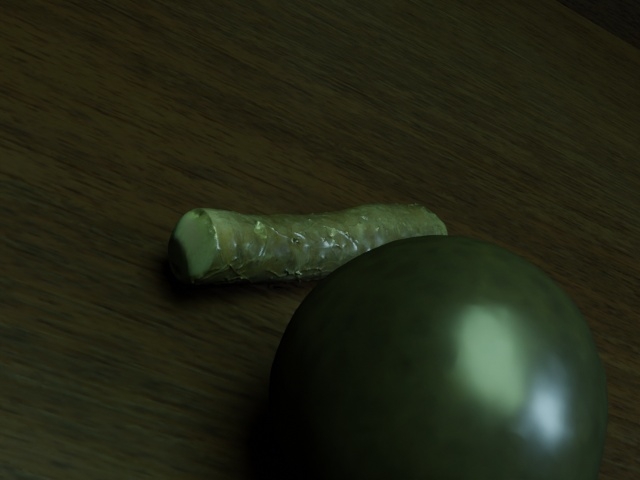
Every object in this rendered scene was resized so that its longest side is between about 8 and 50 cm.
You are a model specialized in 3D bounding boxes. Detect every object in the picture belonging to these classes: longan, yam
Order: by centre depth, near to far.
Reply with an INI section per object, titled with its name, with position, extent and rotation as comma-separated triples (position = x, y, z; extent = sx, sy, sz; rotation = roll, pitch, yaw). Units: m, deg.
[longan]
position = 0.084, 0.120, 0.630
extent = 0.258, 0.258, 0.258
rotation = 24, 35, -18
[yam]
position = 0.000, 0.000, 0.854
extent = 0.357, 0.081, 0.081
rotation = -1, 48, -47
